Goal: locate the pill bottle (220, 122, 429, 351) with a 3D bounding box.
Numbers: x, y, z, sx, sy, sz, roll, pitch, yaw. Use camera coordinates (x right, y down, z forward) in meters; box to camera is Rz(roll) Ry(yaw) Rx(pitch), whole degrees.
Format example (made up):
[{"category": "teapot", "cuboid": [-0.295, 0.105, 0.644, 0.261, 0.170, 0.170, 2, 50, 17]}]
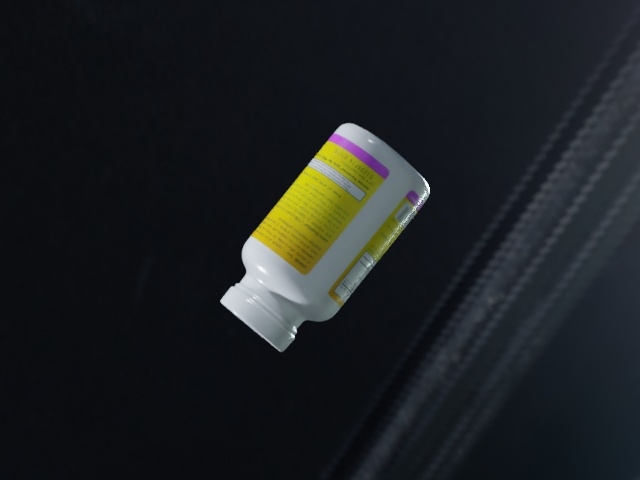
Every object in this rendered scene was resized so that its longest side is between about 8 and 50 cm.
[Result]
[{"category": "pill bottle", "cuboid": [0.000, 0.000, 0.673, 0.043, 0.043, 0.083, 42, -95, -27]}]
